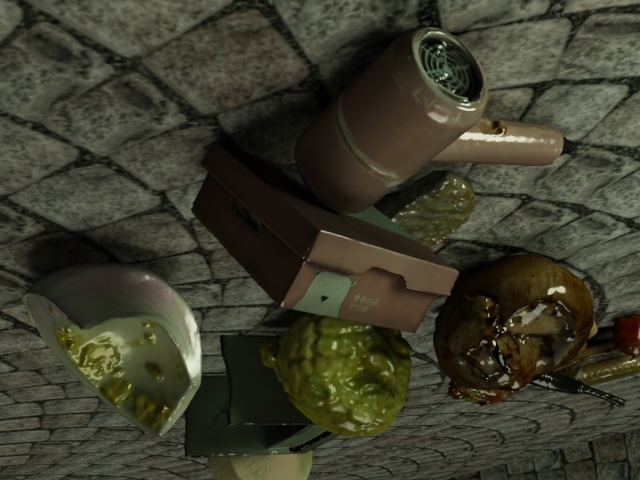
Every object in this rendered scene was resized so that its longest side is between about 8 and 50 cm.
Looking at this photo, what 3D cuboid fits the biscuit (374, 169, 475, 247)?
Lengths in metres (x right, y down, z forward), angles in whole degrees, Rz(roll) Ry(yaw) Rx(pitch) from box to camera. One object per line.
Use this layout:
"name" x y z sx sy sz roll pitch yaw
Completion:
"biscuit" 0.114 -0.019 1.112 0.141 0.038 0.289 7 154 -34

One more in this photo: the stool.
"stool" -0.101 0.299 1.607 0.269 0.170 0.243 4 152 -27

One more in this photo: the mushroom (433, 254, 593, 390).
"mushroom" 0.290 0.129 1.315 0.263 0.195 0.283 -29 167 24

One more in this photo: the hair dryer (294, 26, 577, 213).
"hair dryer" 0.160 -0.115 0.868 0.344 0.107 0.189 -2 156 -37

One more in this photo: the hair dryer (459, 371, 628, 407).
"hair dryer" 0.410 0.274 1.648 0.359 0.120 0.304 15 162 20

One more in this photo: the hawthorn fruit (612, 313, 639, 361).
"hawthorn fruit" 0.636 0.198 1.721 0.081 0.093 0.081 -6 158 -3

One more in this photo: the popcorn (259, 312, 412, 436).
"popcorn" 0.024 0.212 1.432 0.251 0.206 0.237 16 -176 26

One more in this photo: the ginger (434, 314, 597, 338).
"ginger" 0.350 0.142 1.523 0.294 0.086 0.131 2 165 -4

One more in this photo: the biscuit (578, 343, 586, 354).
"biscuit" 0.462 0.223 1.755 0.183 0.061 0.118 -12 171 5

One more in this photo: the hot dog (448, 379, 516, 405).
"hot dog" 0.388 0.315 1.893 0.213 0.103 0.146 -11 156 3

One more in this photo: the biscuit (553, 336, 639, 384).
"biscuit" 0.631 0.268 1.882 0.259 0.079 0.259 -12 163 -4

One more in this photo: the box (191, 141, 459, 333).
"box" 0.000 0.000 0.893 0.215 0.215 0.086 15 108 -43

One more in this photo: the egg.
"egg" -0.262 0.110 1.132 0.206 0.162 0.271 12 139 44

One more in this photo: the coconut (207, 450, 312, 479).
"coconut" -0.131 0.460 1.891 0.259 0.259 0.259 -7 157 -3
